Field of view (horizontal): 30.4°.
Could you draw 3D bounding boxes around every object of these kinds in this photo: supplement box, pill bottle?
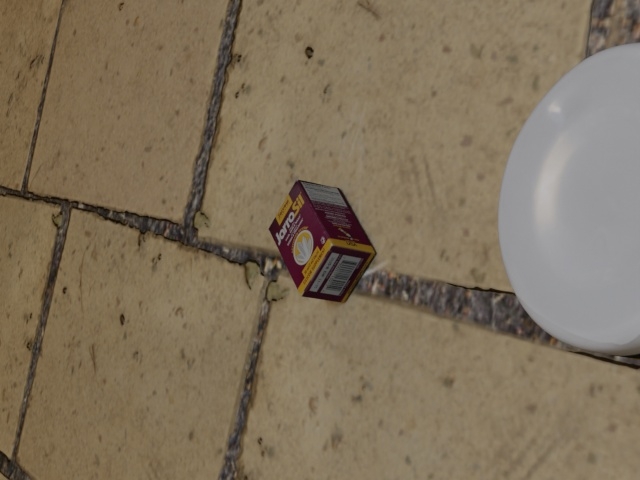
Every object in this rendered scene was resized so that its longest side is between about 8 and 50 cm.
[{"bbox_3d":[0.000,0.000,0.920,0.055,0.043,0.083,-60,37,28],"label":"supplement box"},{"bbox_3d":[0.187,-0.001,0.492,0.119,0.208,0.119,-22,63,51],"label":"pill bottle"}]
